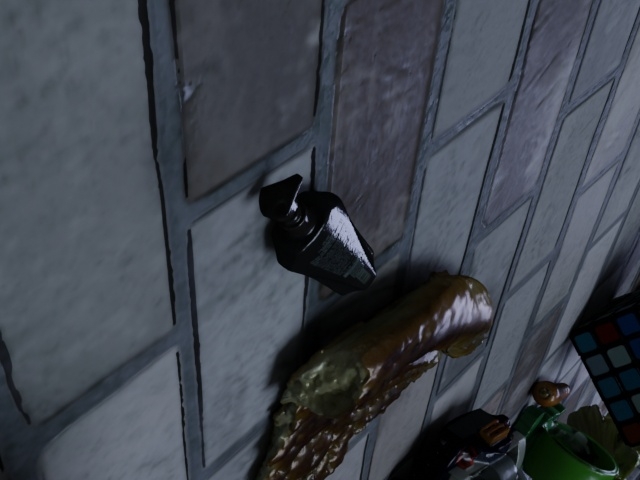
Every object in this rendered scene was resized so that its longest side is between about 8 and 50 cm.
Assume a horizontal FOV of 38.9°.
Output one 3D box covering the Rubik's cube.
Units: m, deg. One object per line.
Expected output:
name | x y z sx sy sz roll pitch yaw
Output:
Rubik's cube | 0.495 0.155 1.265 0.184 0.182 0.187 -31 173 40

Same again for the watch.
watch | 0.348 0.330 1.336 0.131 0.152 0.165 -59 155 14

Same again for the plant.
plant | 0.465 0.411 1.510 0.297 0.261 0.306 4 136 -21

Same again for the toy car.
toy car | 0.132 0.326 1.014 0.193 0.118 0.301 -11 129 -52

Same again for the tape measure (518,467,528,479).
tape measure | 0.232 0.288 1.139 0.107 0.104 0.180 -28 145 -36

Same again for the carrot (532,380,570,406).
carrot | 0.344 0.225 1.340 0.037 0.037 0.190 -58 158 6

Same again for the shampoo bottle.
shampoo bottle | 0.000 0.000 0.499 0.048 0.027 0.137 -55 155 -3

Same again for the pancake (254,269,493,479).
pancake | 0.036 0.128 0.679 0.244 0.057 0.266 -58 155 8
